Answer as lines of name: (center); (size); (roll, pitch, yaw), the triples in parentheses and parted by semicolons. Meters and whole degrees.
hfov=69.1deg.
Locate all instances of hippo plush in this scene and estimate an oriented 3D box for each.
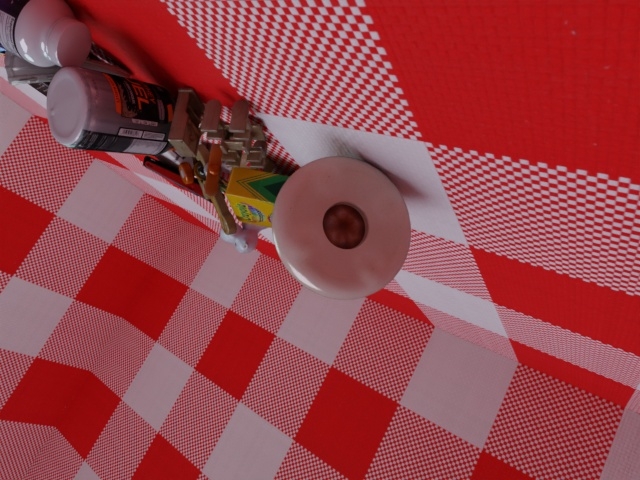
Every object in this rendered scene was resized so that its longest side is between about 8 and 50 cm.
hippo plush: (-0.340, -0.055, 2.184); (0.294, 0.236, 0.234); (31, 167, -11)

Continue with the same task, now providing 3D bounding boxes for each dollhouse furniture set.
dollhouse furniture set: (-0.275, -0.323, 1.291); (0.242, 0.160, 0.212); (4, 163, 9)

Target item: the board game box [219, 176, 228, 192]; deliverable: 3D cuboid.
board game box: (-0.490, -0.286, 2.074); (0.136, 0.030, 0.260); (14, 161, 44)

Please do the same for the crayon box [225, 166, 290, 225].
crayon box: (-0.137, -0.118, 1.579); (0.313, 0.106, 0.363); (10, 168, -1)

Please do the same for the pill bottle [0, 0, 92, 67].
pill bottle: (-0.758, -0.563, 1.173); (0.323, 0.181, 0.181); (28, 168, 1)

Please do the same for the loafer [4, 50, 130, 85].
loafer: (-0.723, -0.477, 1.348); (0.320, 0.111, 0.112); (-1, -163, -29)

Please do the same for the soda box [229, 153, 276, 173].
soda box: (-0.229, -0.250, 1.557); (0.181, 0.061, 0.058); (14, 161, 49)

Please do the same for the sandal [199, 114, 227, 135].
sandal: (-0.382, -0.352, 1.437); (0.240, 0.079, 0.088); (25, 167, 17)

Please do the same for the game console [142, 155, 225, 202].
game console: (-0.581, -0.253, 1.958); (0.342, 0.060, 0.386); (24, -178, -24)

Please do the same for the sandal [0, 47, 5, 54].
sandal: (-0.966, -0.633, 1.532); (0.138, 0.126, 0.317); (15, 170, 37)

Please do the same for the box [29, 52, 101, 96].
box: (-0.799, -0.524, 1.454); (0.203, 0.168, 0.167); (38, 164, -37)

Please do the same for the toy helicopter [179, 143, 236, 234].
toy helicopter: (-0.380, -0.189, 1.683); (0.354, 0.140, 0.235); (65, 150, 10)

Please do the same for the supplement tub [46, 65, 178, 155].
supplement tub: (-0.541, -0.344, 1.287); (0.207, 0.207, 0.338); (21, -164, 30)

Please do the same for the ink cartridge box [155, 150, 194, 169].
ink cartridge box: (-0.593, -0.373, 1.773); (0.172, 0.100, 0.237); (22, 165, 29)

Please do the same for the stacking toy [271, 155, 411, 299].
stacking toy: (0.000, 0.000, 1.297); (0.351, 0.350, 0.480); (31, 163, -10)
